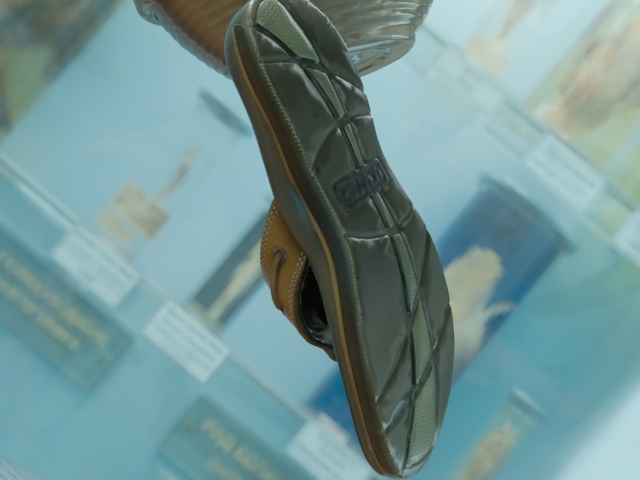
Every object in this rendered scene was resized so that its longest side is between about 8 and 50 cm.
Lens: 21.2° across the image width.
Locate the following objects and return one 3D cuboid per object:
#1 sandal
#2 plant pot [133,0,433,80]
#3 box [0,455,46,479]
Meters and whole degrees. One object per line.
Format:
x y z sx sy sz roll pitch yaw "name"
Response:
0.000 0.000 0.758 0.060 0.090 0.219 -19 -82 34 "sandal"
-0.007 -0.168 1.181 0.237 0.237 0.109 111 -37 -83 "plant pot"
-0.164 0.193 0.961 0.156 0.093 0.158 30 -8 46 "box"
